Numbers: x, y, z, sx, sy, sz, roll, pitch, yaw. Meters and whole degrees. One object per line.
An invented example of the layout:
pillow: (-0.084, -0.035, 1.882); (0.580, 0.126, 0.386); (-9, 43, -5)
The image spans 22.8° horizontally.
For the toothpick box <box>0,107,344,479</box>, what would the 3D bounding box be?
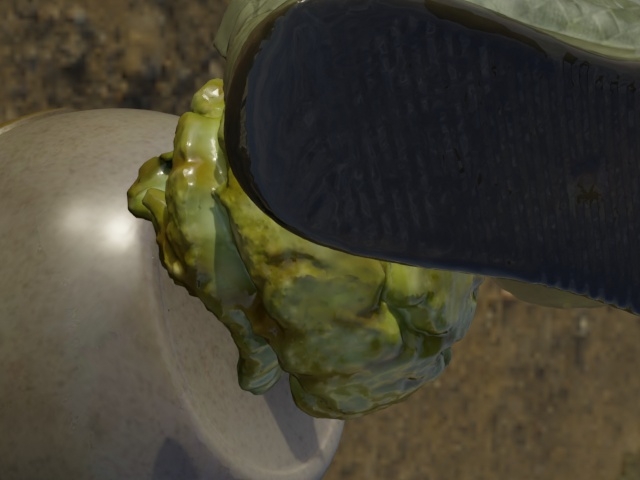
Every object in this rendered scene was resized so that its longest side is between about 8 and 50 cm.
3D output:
toothpick box: (-0.230, 0.108, 1.299); (0.409, 0.425, 0.409); (37, 45, -48)

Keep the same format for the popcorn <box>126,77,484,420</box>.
popcorn: (0.000, 0.000, 0.931); (0.221, 0.184, 0.204); (62, 0, -34)

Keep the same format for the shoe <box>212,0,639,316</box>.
shoe: (0.091, -0.042, 0.550); (0.098, 0.275, 0.103); (-123, -132, -60)

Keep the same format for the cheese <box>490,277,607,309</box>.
cheese: (0.244, -0.055, 1.339); (0.173, 0.248, 0.251); (47, 23, -25)
